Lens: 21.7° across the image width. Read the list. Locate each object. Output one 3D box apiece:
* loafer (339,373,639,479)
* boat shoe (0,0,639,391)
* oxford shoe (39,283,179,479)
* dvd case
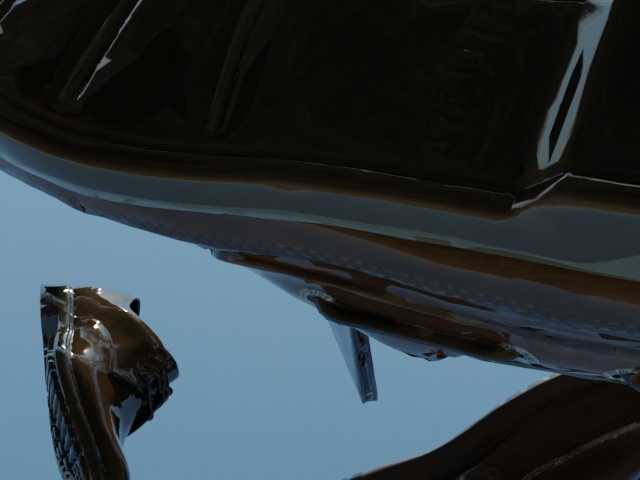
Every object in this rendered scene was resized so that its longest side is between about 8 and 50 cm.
[{"bbox_3d":[0.131,0.208,1.206,0.366,0.134,0.130,-25,-124,-5],"label":"loafer"},{"bbox_3d":[0.020,-0.017,0.427,0.307,0.104,0.110,17,-121,28],"label":"boat shoe"},{"bbox_3d":[-0.143,0.099,1.156,0.096,0.082,0.227,-2,-144,-10],"label":"oxford shoe"},{"bbox_3d":[0.000,0.000,1.346,0.018,0.164,0.221,-17,-134,-7],"label":"dvd case"}]
